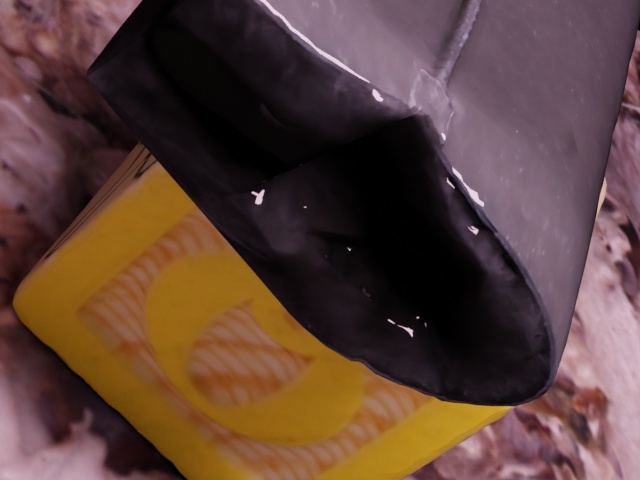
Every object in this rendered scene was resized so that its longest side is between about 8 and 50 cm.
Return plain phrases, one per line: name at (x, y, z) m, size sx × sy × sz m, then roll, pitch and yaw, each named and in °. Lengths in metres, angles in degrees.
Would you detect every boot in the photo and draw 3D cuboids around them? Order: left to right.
boot at (0.131, -0.089, 0.832) m, size 0.367 × 0.146 × 0.445 m, roll 34°, pitch 36°, yaw -7°

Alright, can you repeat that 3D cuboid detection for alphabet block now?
alphabet block at (0.000, 0.000, 0.905) m, size 0.193 × 0.192 × 0.197 m, roll 43°, pitch 39°, yaw -9°
